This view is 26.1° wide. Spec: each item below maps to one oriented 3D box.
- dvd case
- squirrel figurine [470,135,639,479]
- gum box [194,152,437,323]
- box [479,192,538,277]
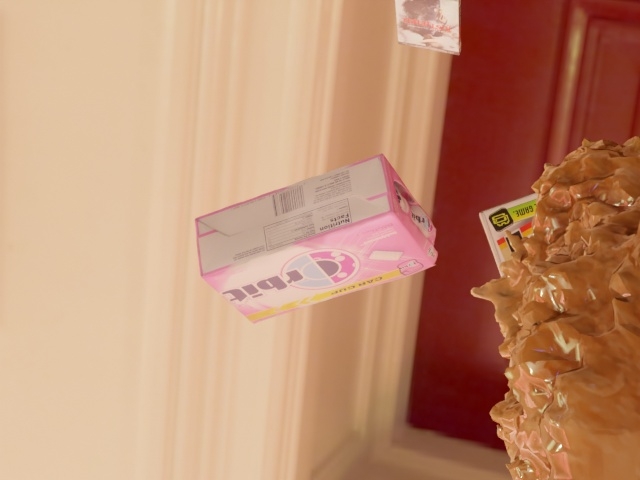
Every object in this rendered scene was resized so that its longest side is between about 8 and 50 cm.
[{"bbox_3d":[0.141,-0.289,1.807,0.087,0.013,0.119,12,155,11],"label":"dvd case"},{"bbox_3d":[0.224,0.126,0.570,0.281,0.397,0.370,-21,176,34],"label":"squirrel figurine"},{"bbox_3d":[0.000,0.000,1.193,0.188,0.062,0.107,-18,148,16],"label":"gum box"},{"bbox_3d":[0.229,-0.001,0.978,0.207,0.114,0.036,-20,174,6],"label":"box"}]
